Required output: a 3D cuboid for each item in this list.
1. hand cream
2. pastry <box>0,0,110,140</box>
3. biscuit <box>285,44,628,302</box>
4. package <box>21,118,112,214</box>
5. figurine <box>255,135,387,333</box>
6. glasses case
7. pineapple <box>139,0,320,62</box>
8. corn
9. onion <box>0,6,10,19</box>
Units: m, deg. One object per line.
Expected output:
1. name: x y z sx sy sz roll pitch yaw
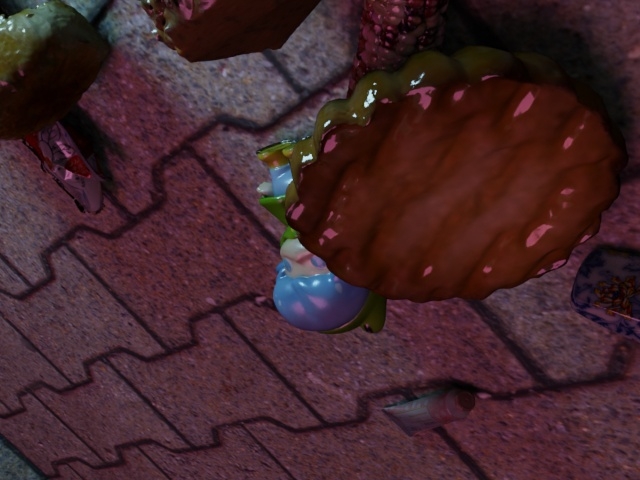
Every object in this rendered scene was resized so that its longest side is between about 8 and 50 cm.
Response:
1. hand cream: 0.161 0.259 1.287 0.067 0.043 0.209 42 149 -4
2. pastry: -0.371 -0.216 1.091 0.192 0.182 0.093 -44 86 16
3. biscuit: 0.128 -0.062 0.838 0.325 0.107 0.326 -1 140 -1
4. package: -0.417 -0.164 1.307 0.269 0.071 0.194 50 140 7
5. figurine: 0.000 0.000 1.077 0.162 0.143 0.263 -8 107 35
6. glasses case: 0.381 0.077 0.869 0.248 0.087 0.065 18 151 24
7. pineapple: -0.126 -0.354 0.788 0.202 0.202 0.362 -24 94 50
8. corn: 0.077 -0.192 0.837 0.092 0.092 0.280 25 140 17
9. onion: -0.575 -0.284 1.161 0.314 0.232 0.314 24 123 43
